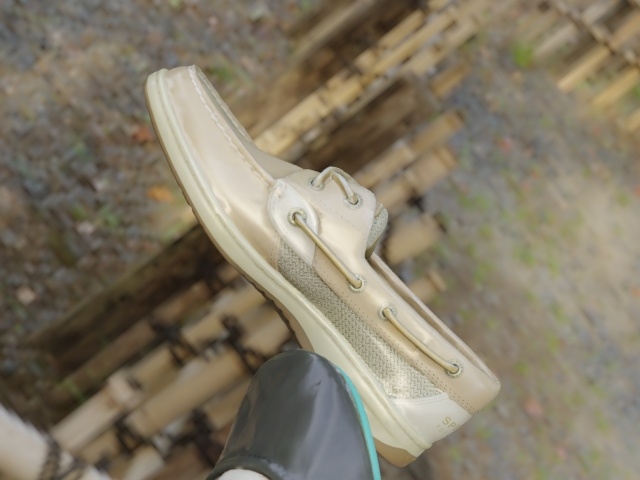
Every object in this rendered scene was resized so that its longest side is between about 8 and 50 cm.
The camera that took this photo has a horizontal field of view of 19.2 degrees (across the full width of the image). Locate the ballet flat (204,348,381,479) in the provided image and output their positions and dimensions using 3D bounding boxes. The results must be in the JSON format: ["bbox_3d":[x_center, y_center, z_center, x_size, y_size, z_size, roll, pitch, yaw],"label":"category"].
[{"bbox_3d":[-0.024,0.189,0.827,0.096,0.095,0.280,1,86,-48],"label":"ballet flat"}]

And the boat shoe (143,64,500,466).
[{"bbox_3d":[0.000,0.000,1.224,0.302,0.098,0.109,54,9,2],"label":"boat shoe"}]
